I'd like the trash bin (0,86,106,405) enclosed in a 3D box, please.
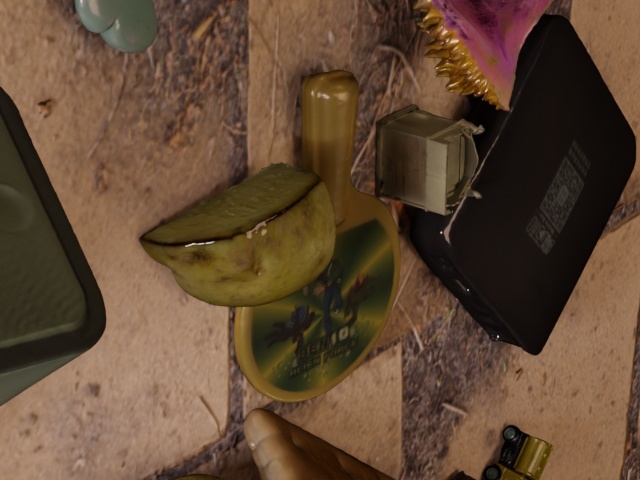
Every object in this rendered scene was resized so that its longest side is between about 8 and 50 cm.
[{"bbox_3d":[-0.306,0.067,0.832,0.223,0.343,0.158,-15,76,-48],"label":"trash bin"}]

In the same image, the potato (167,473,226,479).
[{"bbox_3d":[-0.117,0.277,1.350,0.200,0.137,0.154,-12,147,-50],"label":"potato"}]

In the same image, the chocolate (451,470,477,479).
[{"bbox_3d":[0.102,0.366,1.691,0.321,0.112,0.112,-28,129,-43],"label":"chocolate"}]

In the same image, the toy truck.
[{"bbox_3d":[0.226,0.260,1.848,0.049,0.054,0.083,35,78,-53],"label":"toy truck"}]

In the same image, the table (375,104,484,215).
[{"bbox_3d":[0.103,-0.074,1.504,0.062,0.083,0.079,-27,125,-43],"label":"table"}]

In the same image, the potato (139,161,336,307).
[{"bbox_3d":[-0.055,0.023,1.320,0.149,0.081,0.120,-30,123,-27],"label":"potato"}]

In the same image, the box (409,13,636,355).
[{"bbox_3d":[0.218,-0.054,1.676,0.289,0.073,0.290,-61,143,-13],"label":"box"}]

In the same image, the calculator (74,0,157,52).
[{"bbox_3d":[-0.115,-0.283,1.160,0.185,0.041,0.299,14,93,-54],"label":"calculator"}]

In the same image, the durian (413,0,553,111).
[{"bbox_3d":[0.150,-0.271,1.443,0.260,0.153,0.186,-48,117,-19],"label":"durian"}]

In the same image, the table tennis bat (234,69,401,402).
[{"bbox_3d":[0.000,0.000,1.446,0.198,0.050,0.321,-20,125,-40],"label":"table tennis bat"}]

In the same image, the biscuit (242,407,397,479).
[{"bbox_3d":[0.055,0.283,1.512,0.044,0.217,0.325,-38,140,15],"label":"biscuit"}]
